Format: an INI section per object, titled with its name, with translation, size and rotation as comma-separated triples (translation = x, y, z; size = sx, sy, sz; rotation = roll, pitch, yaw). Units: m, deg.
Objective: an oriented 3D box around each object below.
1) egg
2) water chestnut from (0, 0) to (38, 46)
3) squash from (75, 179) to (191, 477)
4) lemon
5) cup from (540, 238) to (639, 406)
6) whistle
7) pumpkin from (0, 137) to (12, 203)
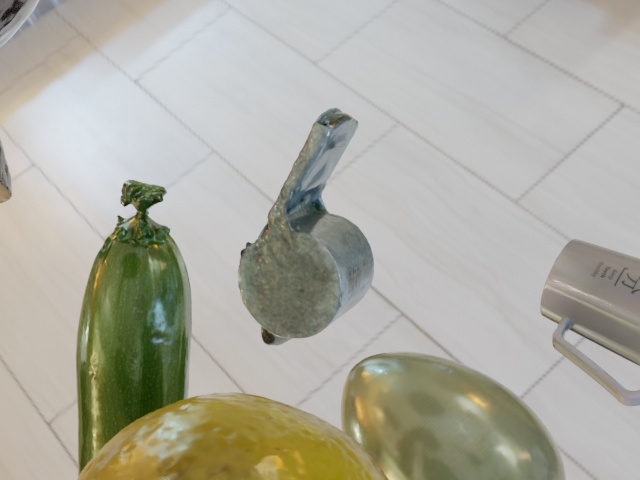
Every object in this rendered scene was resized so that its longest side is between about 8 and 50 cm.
[egg]
translation = 0.143, 0.250, 1.125
size = 0.295, 0.218, 0.218
rotation = 40, 73, 14
[water chestnut]
translation = -0.284, -0.218, 0.454
size = 0.302, 0.350, 0.350
rotation = -14, 50, -17
[squash]
translation = -0.163, 0.136, 0.846
size = 0.101, 0.101, 0.379
rotation = 12, 104, 24
[lemon]
translation = -0.052, 0.235, 0.676
size = 0.245, 0.320, 0.245
rotation = -8, 65, 18
[cup]
translation = 0.209, 0.059, 0.664
size = 0.116, 0.074, 0.104
rotation = 23, 67, 27
[whistle]
translation = -0.026, -0.017, 1.628
size = 0.188, 0.405, 0.168
rotation = 2, 12, 22
[pumpkin]
translation = -0.402, -0.154, 0.875
size = 0.148, 0.312, 0.169
rotation = -11, 67, 49
